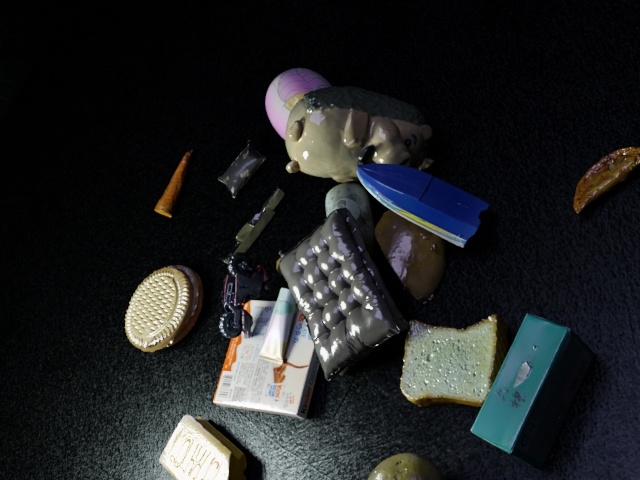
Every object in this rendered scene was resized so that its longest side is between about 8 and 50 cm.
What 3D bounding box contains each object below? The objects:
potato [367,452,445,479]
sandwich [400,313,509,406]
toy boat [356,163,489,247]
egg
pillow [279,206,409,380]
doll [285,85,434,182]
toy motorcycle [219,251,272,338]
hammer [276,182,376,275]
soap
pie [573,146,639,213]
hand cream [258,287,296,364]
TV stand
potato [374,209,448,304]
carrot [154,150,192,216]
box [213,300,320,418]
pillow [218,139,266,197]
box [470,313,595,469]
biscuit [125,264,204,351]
[{"bbox_3d":[0.157,0.520,1.493,0.235,0.160,0.178,-64,26,5],"label":"potato"},{"bbox_3d":[0.271,0.247,1.610,0.214,0.065,0.186,-4,64,37],"label":"sandwich"},{"bbox_3d":[0.211,-0.095,1.731,0.295,0.088,0.129,27,50,8],"label":"toy boat"},{"bbox_3d":[-0.036,-0.339,2.077,0.196,0.196,0.271,-43,40,10],"label":"egg"},{"bbox_3d":[0.040,0.118,1.754,0.228,0.101,0.326,-41,63,30],"label":"pillow"},{"bbox_3d":[0.093,-0.239,1.863,0.349,0.247,0.247,0,59,-7],"label":"doll"},{"bbox_3d":[-0.185,0.139,1.939,0.082,0.122,0.213,-15,63,59],"label":"toy motorcycle"},{"bbox_3d":[0.000,0.000,1.941,0.305,0.113,0.202,-31,47,31],"label":"hammer"},{"bbox_3d":[-0.269,0.527,1.862,0.232,0.073,0.140,28,89,42],"label":"soap"},{"bbox_3d":[0.583,-0.134,1.605,0.191,0.033,0.088,-42,33,14],"label":"pie"},{"bbox_3d":[-0.094,0.201,1.870,0.076,0.047,0.174,9,78,38],"label":"hand cream"},{"bbox_3d":[-0.180,-0.037,2.130,0.249,0.036,0.042,-52,46,1],"label":"TV stand"},{"bbox_3d":[0.209,0.007,1.771,0.138,0.098,0.243,-39,50,12],"label":"potato"},{"bbox_3d":[-0.437,-0.178,2.398,0.057,0.057,0.224,3,65,38],"label":"carrot"},{"bbox_3d":[-0.114,0.278,1.899,0.265,0.048,0.273,-1,64,38],"label":"box"},{"bbox_3d":[-0.223,-0.203,2.247,0.150,0.048,0.090,-50,39,9],"label":"pillow"},{"bbox_3d":[0.391,0.276,1.443,0.092,0.153,0.245,22,79,42],"label":"box"},{"bbox_3d":[-0.430,0.184,2.170,0.259,0.079,0.259,-17,57,29],"label":"biscuit"}]
